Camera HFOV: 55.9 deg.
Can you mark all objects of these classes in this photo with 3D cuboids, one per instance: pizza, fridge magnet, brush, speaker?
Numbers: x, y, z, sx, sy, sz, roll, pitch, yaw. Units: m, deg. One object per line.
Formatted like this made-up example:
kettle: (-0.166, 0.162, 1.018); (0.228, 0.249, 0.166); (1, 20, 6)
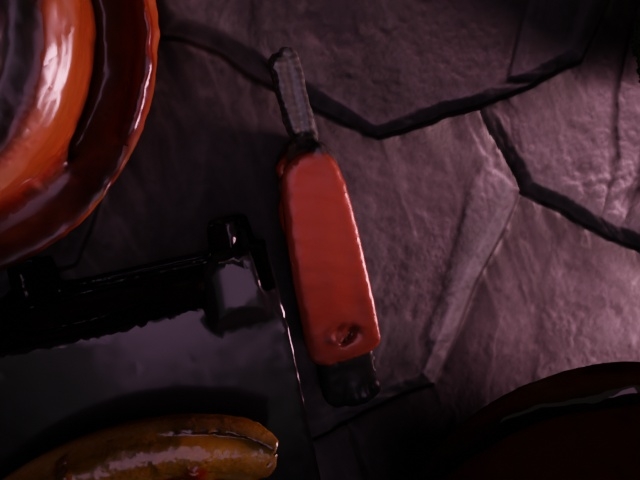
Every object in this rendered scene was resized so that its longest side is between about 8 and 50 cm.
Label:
pizza: (-0.114, 0.190, 0.357); (0.185, 0.036, 0.176); (-4, 102, -9)
fridge magnet: (-0.289, -0.140, 0.378); (0.364, 0.155, 0.363); (-2, 101, -10)
brush: (0.000, 0.000, 0.519); (0.070, 0.051, 0.323); (-14, 104, -5)
speaker: (-0.129, 0.131, 0.455); (0.232, 0.184, 0.253); (-13, 102, -7)

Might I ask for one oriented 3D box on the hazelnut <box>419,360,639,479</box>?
hazelnut: (0.267, 0.323, 0.474); (0.402, 0.402, 0.429); (-22, 116, -6)

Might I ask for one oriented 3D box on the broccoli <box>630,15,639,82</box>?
broccoli: (0.400, -0.208, 0.464); (0.295, 0.245, 0.265); (-16, 125, 17)
